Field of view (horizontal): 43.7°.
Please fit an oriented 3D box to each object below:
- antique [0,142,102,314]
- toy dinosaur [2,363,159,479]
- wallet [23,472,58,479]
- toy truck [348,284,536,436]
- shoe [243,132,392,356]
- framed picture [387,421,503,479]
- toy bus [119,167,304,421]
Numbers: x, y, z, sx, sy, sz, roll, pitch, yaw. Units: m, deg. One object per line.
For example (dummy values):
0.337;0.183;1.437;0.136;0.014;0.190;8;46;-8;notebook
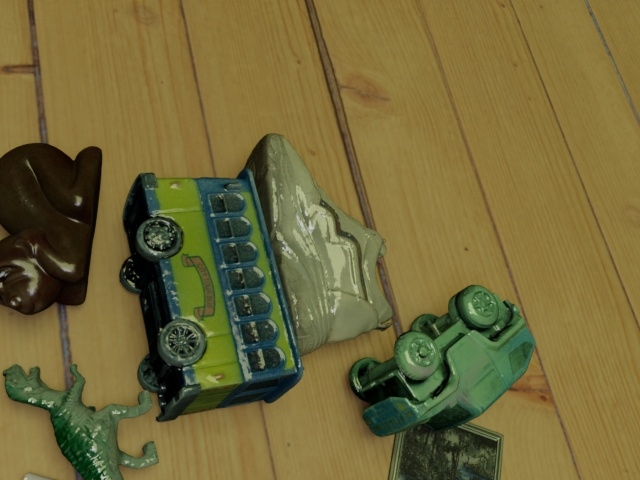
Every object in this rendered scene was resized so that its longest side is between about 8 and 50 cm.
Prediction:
-0.367;-0.018;1.043;0.143;0.121;0.256;4;62;-15;antique
-0.227;0.263;0.969;0.383;0.076;0.129;41;52;15;toy dinosaur
-0.301;0.321;0.949;0.122;0.025;0.061;22;64;-14;wallet
0.181;0.181;1.161;0.279;0.155;0.156;-31;83;-38;toy truck
0.000;0.000;1.203;0.211;0.132;0.342;-3;69;-31;shoe
0.191;0.326;1.182;0.183;0.011;0.142;22;57;-13;framed picture
-0.155;0.068;1.074;0.190;0.152;0.312;-6;67;-26;toy bus
